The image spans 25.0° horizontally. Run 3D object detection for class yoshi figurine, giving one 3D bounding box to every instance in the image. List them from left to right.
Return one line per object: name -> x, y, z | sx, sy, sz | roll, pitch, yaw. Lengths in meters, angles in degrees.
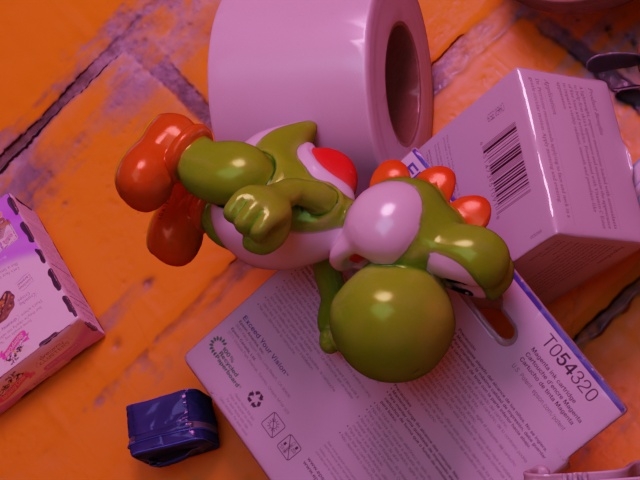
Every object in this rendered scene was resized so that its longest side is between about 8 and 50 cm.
yoshi figurine -> -0.012, 0.019, 1.313 | 0.362, 0.203, 0.203 | 16, 112, 22

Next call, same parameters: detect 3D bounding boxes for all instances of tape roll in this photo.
tape roll -> 0.007, -0.157, 1.503 | 0.169, 0.246, 0.246 | -2, 70, 20

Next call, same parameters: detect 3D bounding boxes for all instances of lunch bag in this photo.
lunch bag -> -0.160, 0.203, 1.528 | 0.098, 0.067, 0.065 | -18, 65, 14

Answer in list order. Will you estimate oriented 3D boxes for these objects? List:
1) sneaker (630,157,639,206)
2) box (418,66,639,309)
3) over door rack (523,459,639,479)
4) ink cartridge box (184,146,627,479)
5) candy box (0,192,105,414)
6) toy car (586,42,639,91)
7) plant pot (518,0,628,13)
sneaker -> 0.448, -0.040, 1.366 | 0.319, 0.127, 0.208 | -31, 62, 8
box -> 0.203, -0.045, 1.413 | 0.182, 0.119, 0.180 | -40, 52, 50
over door rack -> 0.345, 0.309, 1.261 | 0.324, 0.108, 0.239 | -3, 88, 6
ink cartridge box -> 0.078, 0.138, 1.398 | 0.330, 0.071, 0.324 | -42, 72, 16
candy box -> -0.364, 0.075, 1.650 | 0.165, 0.070, 0.196 | -37, 62, 4
toy car -> 0.365, -0.205, 1.453 | 0.188, 0.155, 0.148 | -26, 63, 24
plant pot -> 0.294, -0.325, 1.528 | 0.237, 0.110, 0.237 | -11, 61, 21
